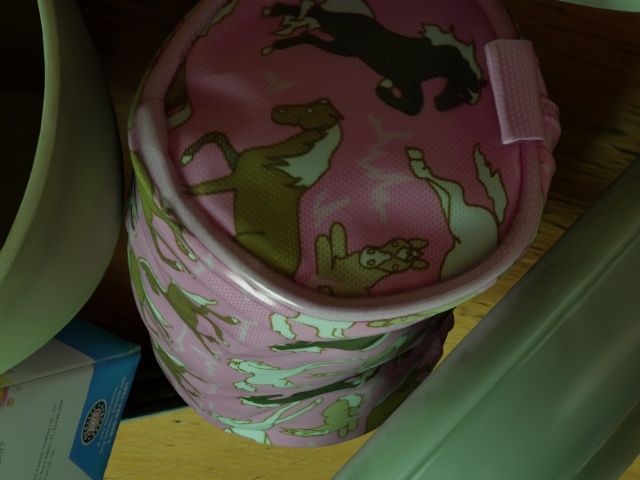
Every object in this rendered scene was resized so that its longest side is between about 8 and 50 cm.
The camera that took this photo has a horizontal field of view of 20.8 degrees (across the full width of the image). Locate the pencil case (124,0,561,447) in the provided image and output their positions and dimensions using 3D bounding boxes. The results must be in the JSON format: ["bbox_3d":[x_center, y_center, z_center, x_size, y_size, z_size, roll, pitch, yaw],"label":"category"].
[{"bbox_3d":[0.000,0.000,0.814,0.160,0.167,0.386,43,168,7],"label":"pencil case"}]

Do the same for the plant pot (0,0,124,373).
[{"bbox_3d":[-0.186,-0.032,0.747,0.257,0.256,0.274,-8,171,11],"label":"plant pot"}]

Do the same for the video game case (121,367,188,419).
[{"bbox_3d":[-0.220,0.125,1.166,0.275,0.035,0.248,-13,175,22],"label":"video game case"}]

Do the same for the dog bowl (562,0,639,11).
[{"bbox_3d":[0.141,-0.187,0.570,0.265,0.104,0.265,-2,154,-1],"label":"dog bowl"}]

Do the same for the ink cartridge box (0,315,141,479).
[{"bbox_3d":[-0.241,0.115,0.907,0.168,0.171,0.233,24,-166,22],"label":"ink cartridge box"}]

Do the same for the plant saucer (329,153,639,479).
[{"bbox_3d":[0.085,0.114,0.913,0.100,0.400,0.400,43,151,7],"label":"plant saucer"}]
